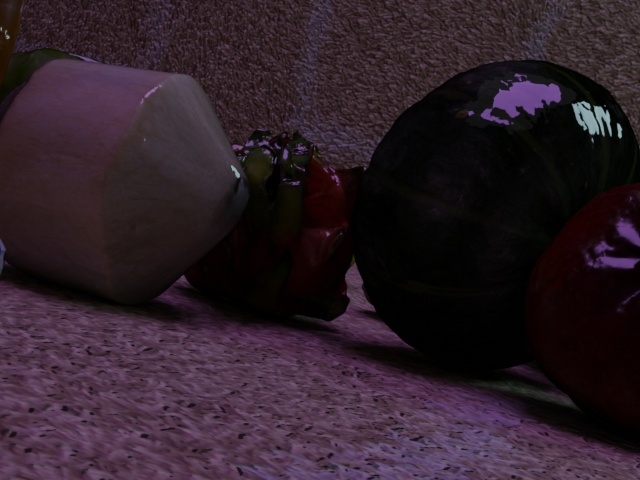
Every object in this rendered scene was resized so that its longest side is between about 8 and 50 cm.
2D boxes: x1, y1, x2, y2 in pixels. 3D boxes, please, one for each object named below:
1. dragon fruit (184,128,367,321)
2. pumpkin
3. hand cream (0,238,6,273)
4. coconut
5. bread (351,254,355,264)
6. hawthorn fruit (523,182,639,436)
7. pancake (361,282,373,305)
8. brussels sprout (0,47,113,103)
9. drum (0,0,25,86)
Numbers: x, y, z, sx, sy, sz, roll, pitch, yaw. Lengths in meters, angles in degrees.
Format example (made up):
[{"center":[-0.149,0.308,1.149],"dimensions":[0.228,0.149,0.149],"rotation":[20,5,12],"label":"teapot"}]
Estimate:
[{"center":[-0.050,-0.035,1.371],"dimensions":[0.198,0.269,0.200],"rotation":[-19,52,-8],"label":"dragon fruit"},{"center":[0.163,-0.028,1.325],"dimensions":[0.300,0.300,0.207],"rotation":[11,14,-45],"label":"pumpkin"},{"center":[-0.262,0.019,0.973],"dimensions":[0.084,0.053,0.142],"rotation":[16,13,13],"label":"hand cream"},{"center":[-0.168,-0.050,1.200],"dimensions":[0.222,0.202,0.202],"rotation":[12,2,21],"label":"coconut"},{"center":[0.000,0.000,1.970],"dimensions":[0.129,0.111,0.114],"rotation":[13,-2,10],"label":"bread"},{"center":[0.294,0.071,1.199],"dimensions":[0.230,0.210,0.266],"rotation":[10,-12,15],"label":"hawthorn fruit"},{"center":[0.186,0.020,1.670],"dimensions":[0.283,0.049,0.282],"rotation":[-18,-22,-8],"label":"pancake"},{"center":[-0.259,-0.091,1.466],"dimensions":[0.244,0.244,0.244],"rotation":[14,3,-1],"label":"brussels sprout"},{"center":[-0.430,-0.226,1.256],"dimensions":[0.214,0.431,0.431],"rotation":[14,3,-34],"label":"drum"}]
